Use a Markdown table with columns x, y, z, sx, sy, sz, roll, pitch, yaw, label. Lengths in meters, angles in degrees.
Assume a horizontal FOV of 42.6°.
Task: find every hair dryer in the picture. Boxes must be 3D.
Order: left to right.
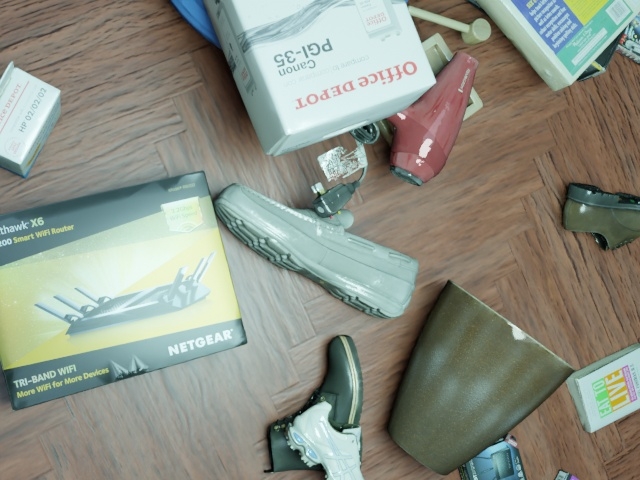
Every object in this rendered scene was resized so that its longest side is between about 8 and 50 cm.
| x | y | z | sx | sy | sz | roll | pitch | yaw | label |
| --- | --- | --- | --- | --- | --- | --- | --- | --- | --- |
| 0.094 | -0.172 | 1.090 | 0.294 | 0.080 | 0.223 | -26 | 113 | -19 | hair dryer |

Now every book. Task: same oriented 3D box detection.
| x | y | z | sx | sy | sz | roll | pitch | yaw | label |
| --- | --- | --- | --- | --- | --- | --- | --- | --- | --- |
| 0.476 | 0.238 | 1.331 | 0.144 | 0.035 | 0.096 | -21 | 97 | -18 | book |

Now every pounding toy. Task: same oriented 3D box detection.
| x | y | z | sx | sy | sz | roll | pitch | yaw | label |
| --- | --- | --- | --- | --- | --- | --- | --- | --- | --- |
| 0.158 | -0.256 | 1.223 | 0.206 | 0.094 | 0.181 | -36 | 98 | -16 | pounding toy |

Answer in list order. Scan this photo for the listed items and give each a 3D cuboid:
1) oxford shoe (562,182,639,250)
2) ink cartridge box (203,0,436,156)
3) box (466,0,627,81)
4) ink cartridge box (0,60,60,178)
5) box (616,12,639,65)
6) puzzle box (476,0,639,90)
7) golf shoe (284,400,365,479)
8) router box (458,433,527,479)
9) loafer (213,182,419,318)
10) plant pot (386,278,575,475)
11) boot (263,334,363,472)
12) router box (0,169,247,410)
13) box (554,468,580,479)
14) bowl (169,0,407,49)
| x | y | z | sx | sy | sz | roll | pitch | yaw | label |
| --- | --- | --- | --- | --- | --- | --- | --- | --- | --- |
| 0.487 | -0.029 | 1.331 | 0.227 | 0.083 | 0.096 | 9 | 104 | -16 | oxford shoe |
| -0.013 | -0.270 | 0.983 | 0.207 | 0.117 | 0.283 | -22 | 90 | -17 | ink cartridge box |
| 0.363 | -0.450 | 1.306 | 0.322 | 0.079 | 0.257 | 32 | 77 | -13 | box |
| -0.370 | -0.143 | 1.011 | 0.062 | 0.181 | 0.104 | 27 | 80 | -14 | ink cartridge box |
| 0.555 | -0.340 | 1.383 | 0.137 | 0.027 | 0.094 | 24 | 82 | -15 | box |
| 0.405 | -0.461 | 1.252 | 0.409 | 0.052 | 0.272 | -45 | 100 | -14 | puzzle box |
| 0.035 | 0.295 | 1.116 | 0.086 | 0.069 | 0.176 | -42 | 103 | -5 | golf shoe |
| 0.266 | 0.367 | 1.254 | 0.092 | 0.038 | 0.122 | -17 | 92 | -16 | router box |
| 0.000 | 0.000 | 1.161 | 0.319 | 0.112 | 0.111 | 31 | 74 | -21 | loafer |
| 0.205 | 0.211 | 1.174 | 0.215 | 0.215 | 0.230 | 35 | 93 | -13 | plant pot |
| -0.013 | 0.235 | 1.162 | 0.137 | 0.077 | 0.197 | -1 | 87 | -12 | boot |
| -0.275 | 0.060 | 1.083 | 0.309 | 0.081 | 0.242 | -15 | 92 | -17 | router box |
| 0.418 | 0.455 | 1.301 | 0.162 | 0.029 | 0.116 | 35 | 78 | -14 | box |
| -0.040 | -0.429 | 1.090 | 0.391 | 0.077 | 0.391 | 1 | 87 | -16 | bowl |
